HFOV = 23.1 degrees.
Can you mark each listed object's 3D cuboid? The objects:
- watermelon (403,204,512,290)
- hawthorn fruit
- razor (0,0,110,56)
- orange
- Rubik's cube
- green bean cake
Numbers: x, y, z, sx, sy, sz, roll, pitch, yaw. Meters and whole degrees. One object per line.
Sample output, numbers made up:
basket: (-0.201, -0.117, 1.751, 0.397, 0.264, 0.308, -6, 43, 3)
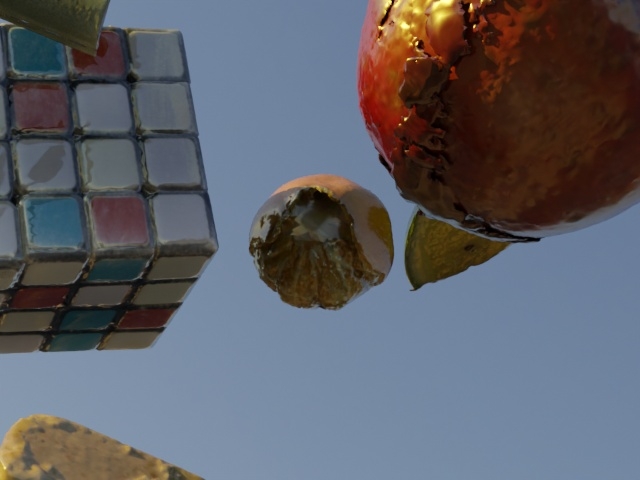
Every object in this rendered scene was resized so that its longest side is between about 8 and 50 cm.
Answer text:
watermelon: (0.205, -0.057, 1.714, 0.301, 0.123, 0.129, -30, -88, 11)
hawthorn fruit: (0.179, -0.146, 1.198, 0.316, 0.316, 0.316, 23, -36, 18)
razor: (-0.180, -0.213, 1.260, 0.106, 0.232, 0.068, 23, -70, 7)
orange: (0.000, 0.000, 1.654, 0.156, 0.157, 0.134, 21, -24, 20)
Rubik's cube: (-0.268, -0.046, 1.546, 0.253, 0.259, 0.256, -2, -24, -23)
green bean cake: (-0.134, 0.195, 0.994, 0.179, 0.085, 0.109, 23, -64, -4)
